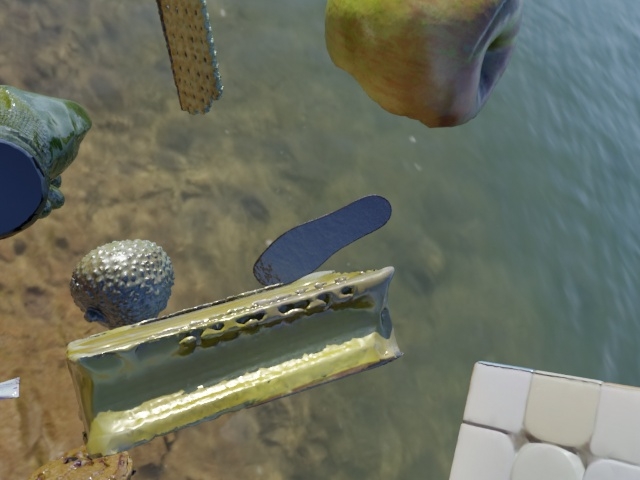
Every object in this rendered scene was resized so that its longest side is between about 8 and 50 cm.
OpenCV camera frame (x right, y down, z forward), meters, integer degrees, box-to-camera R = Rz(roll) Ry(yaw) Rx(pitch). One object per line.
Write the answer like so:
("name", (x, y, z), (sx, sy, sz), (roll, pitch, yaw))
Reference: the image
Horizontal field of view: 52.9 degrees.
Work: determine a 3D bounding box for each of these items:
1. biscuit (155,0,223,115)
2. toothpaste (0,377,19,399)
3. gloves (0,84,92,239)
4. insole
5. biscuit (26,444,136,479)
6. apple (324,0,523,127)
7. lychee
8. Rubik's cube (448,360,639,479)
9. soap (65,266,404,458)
("biscuit", (-0.164, -0.248, 0.801), (0.016, 0.144, 0.203), (-24, 121, -28))
("toothpaste", (-0.692, 0.315, 1.293), (0.170, 0.028, 0.045), (-12, 51, -8))
("gloves", (-0.247, -0.067, 0.513), (0.135, 0.268, 0.107), (-37, 105, -7))
("insole", (0.000, 0.000, 1.340), (0.111, 0.328, 0.007), (56, 12, -24))
("biscuit", (-0.595, 0.580, 1.539), (0.296, 0.296, 0.075), (-35, 116, -47))
("apple", (0.123, -0.263, 0.813), (0.226, 0.246, 0.246), (30, 38, 21))
("lychee", (-0.520, 0.113, 1.695), (0.255, 0.255, 0.274), (41, 57, -17))
("Rubik's cube", (0.449, 0.424, 1.077), (0.344, 0.347, 0.346), (28, 73, -42))
("soap", (-0.064, 0.082, 0.481), (0.233, 0.135, 0.076), (-16, 93, -23))
